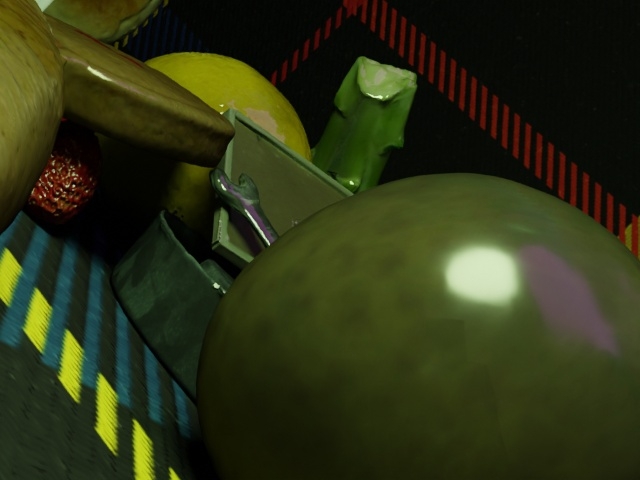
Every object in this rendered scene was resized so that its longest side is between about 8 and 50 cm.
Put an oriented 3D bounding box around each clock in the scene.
[{"bbox_3d":[-0.028,0.133,1.186,0.386,0.076,0.386,46,1,-1],"label":"clock"}]

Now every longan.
[{"bbox_3d":[0.077,0.105,0.853,0.319,0.319,0.319,46,1,-1],"label":"longan"}]

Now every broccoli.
[{"bbox_3d":[0.035,-0.026,1.885,0.353,0.397,0.275,50,25,-17],"label":"broccoli"}]

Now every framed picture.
[{"bbox_3d":[0.000,0.000,1.299,0.260,0.023,0.189,35,36,-32],"label":"framed picture"}]

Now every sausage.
[{"bbox_3d":[-0.212,-0.089,0.765,0.501,0.136,0.123,-129,-147,-68],"label":"sausage"}]

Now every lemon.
[{"bbox_3d":[-0.127,-0.084,1.444,0.236,0.236,0.263,45,26,-43],"label":"lemon"}]

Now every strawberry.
[{"bbox_3d":[-0.216,-0.056,1.100,0.083,0.083,0.096,45,34,-43],"label":"strawberry"}]

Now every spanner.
[{"bbox_3d":[-0.019,0.036,1.184,0.054,0.015,0.254,-15,66,-54],"label":"spanner"}]

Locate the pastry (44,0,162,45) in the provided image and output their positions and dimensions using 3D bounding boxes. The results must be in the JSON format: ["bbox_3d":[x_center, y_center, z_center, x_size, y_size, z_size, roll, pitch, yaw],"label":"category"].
[{"bbox_3d":[-0.411,-0.493,2.145,0.388,0.388,0.312,45,-2,-43],"label":"pastry"}]

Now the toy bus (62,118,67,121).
[{"bbox_3d":[-0.292,-0.151,1.652,0.195,0.081,0.089,46,10,-35],"label":"toy bus"}]

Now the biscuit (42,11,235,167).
[{"bbox_3d":[-0.257,-0.168,1.180,0.381,0.074,0.359,31,6,20],"label":"biscuit"}]

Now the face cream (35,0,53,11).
[{"bbox_3d":[-0.451,-0.355,1.424,0.370,0.145,0.145,44,2,-20],"label":"face cream"}]
